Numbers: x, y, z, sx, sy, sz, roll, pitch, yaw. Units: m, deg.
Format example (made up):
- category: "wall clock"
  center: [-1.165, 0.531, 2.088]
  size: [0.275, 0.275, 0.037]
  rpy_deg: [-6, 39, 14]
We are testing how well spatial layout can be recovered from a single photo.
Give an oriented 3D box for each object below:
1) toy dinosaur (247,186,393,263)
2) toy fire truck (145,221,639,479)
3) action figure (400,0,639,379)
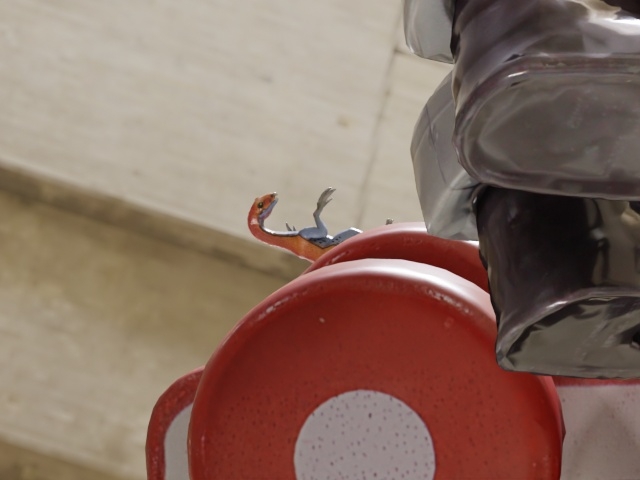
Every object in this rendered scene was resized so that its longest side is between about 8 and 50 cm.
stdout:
- category: "toy dinosaur"
  center: [0.000, 0.000, 1.145]
  size: [0.090, 0.082, 0.047]
  rpy_deg: [-104, -160, -55]
- category: "toy fire truck"
  center: [0.091, 0.125, 0.596]
  size: [0.169, 0.302, 0.254]
  rpy_deg: [-37, 126, -81]
- category: "action figure"
  center: [0.030, -0.110, 0.457]
  size: [0.185, 0.099, 0.285]
  rpy_deg: [106, -28, -53]
